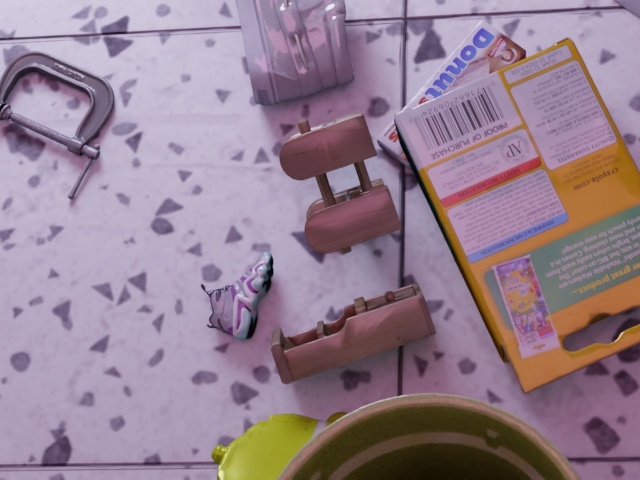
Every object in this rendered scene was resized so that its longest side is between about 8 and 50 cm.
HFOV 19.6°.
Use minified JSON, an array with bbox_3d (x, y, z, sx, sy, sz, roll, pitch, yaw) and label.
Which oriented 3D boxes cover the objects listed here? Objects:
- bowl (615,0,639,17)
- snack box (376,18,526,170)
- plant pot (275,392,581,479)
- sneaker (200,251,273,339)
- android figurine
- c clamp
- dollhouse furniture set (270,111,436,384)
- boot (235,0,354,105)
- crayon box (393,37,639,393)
[{"bbox_3d":[0.379,-0.308,1.994,0.142,0.053,0.142,37,80,22],"label":"bowl"},{"bbox_3d":[0.142,-0.153,1.995,0.064,0.022,0.178,38,81,19],"label":"snack box"},{"bbox_3d":[0.099,0.292,1.525,0.276,0.254,0.276,-3,69,9],"label":"plant pot"},{"bbox_3d":[-0.092,0.051,1.954,0.069,0.038,0.098,15,73,14],"label":"sneaker"},{"bbox_3d":[0.013,0.252,1.787,0.273,0.056,0.248,10,37,10],"label":"android figurine"},{"bbox_3d":[-0.303,-0.140,2.071,0.161,0.022,0.137,30,78,18],"label":"c clamp"},{"bbox_3d":[0.000,0.000,1.869,0.161,0.212,0.242,-19,95,2],"label":"dollhouse furniture set"},{"bbox_3d":[-0.034,-0.278,2.046,0.123,0.095,0.258,-11,77,0],"label":"boot"},{"bbox_3d":[0.231,-0.019,1.888,0.203,0.083,0.323,-24,72,0],"label":"crayon box"}]
